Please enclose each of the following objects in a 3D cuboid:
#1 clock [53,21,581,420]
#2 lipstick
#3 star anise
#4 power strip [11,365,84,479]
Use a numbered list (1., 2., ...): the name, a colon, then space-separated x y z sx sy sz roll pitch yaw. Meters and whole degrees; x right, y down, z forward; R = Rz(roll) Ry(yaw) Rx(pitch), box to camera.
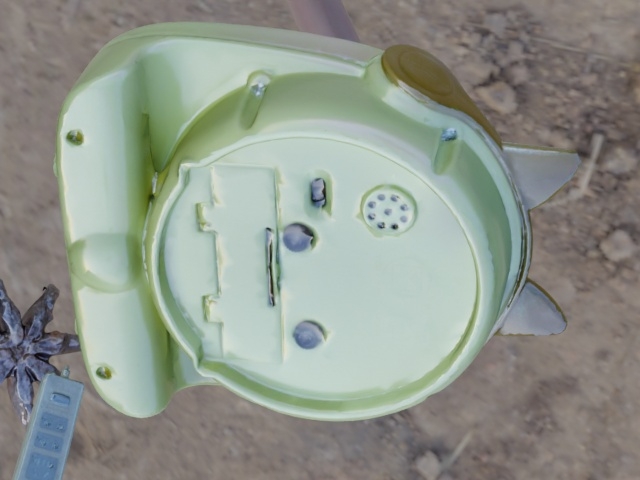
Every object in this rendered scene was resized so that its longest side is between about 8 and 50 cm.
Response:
1. clock: 0.000 0.000 0.962 0.349 0.117 0.286 4 121 10
2. lipstick: 0.016 -0.261 1.827 0.070 0.254 0.070 -14 145 -10
3. star anise: -0.250 0.094 1.149 0.141 0.042 0.141 3 84 -29
4. power strip: -0.160 0.113 0.815 0.027 0.017 0.083 17 72 -18
